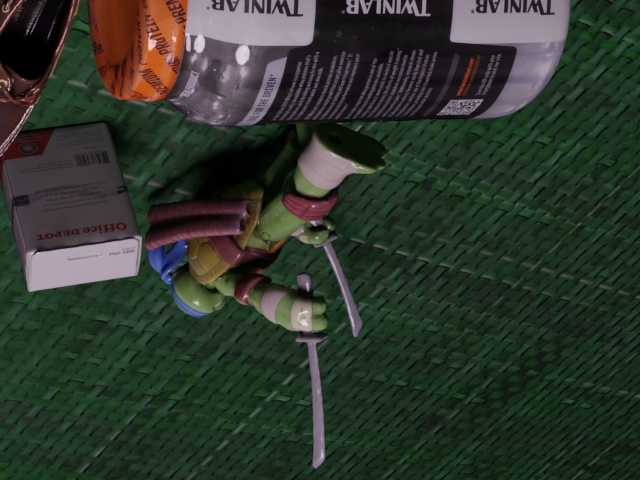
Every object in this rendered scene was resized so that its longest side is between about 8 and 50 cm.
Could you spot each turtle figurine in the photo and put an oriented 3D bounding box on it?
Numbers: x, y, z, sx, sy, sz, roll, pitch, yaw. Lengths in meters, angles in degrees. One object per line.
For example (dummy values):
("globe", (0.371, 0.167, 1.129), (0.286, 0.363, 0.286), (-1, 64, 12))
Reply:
("turtle figurine", (0.000, 0.000, 1.731), (0.198, 0.274, 0.266), (-31, 159, -54))

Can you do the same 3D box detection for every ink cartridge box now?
("ink cartridge box", (-0.216, -0.029, 1.631), (0.099, 0.135, 0.056), (-8, 143, -16))

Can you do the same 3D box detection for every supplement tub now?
("supplement tub", (0.004, -0.192, 1.469), (0.338, 0.207, 0.207), (-4, 141, -23))

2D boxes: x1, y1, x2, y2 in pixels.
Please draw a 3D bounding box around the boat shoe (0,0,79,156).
("boat shoe", (-0.241, -0.141, 1.474), (0.073, 0.073, 0.207), (5, 117, -38))
